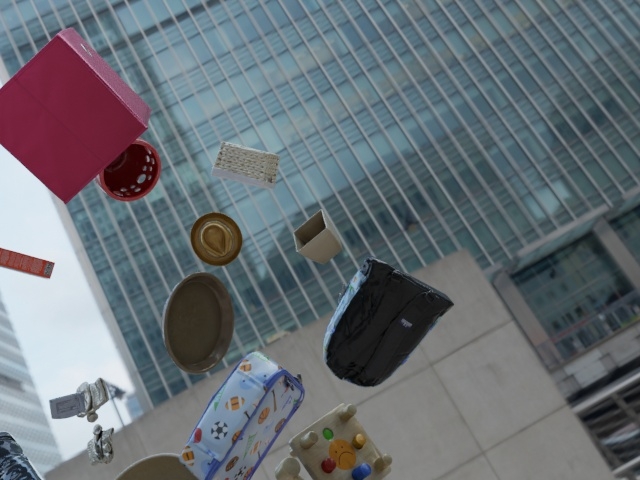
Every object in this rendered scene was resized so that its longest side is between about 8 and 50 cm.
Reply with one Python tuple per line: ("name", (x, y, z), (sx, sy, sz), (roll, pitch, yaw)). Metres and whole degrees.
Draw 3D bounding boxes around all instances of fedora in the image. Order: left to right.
("fedora", (-0.364, -0.002, 2.521), (0.194, 0.194, 0.079), (-29, 6, -4))

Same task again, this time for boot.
("boot", (-0.834, 0.699, 1.781), (0.146, 0.445, 0.367), (43, -108, -33))

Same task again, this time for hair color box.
("hair color box", (-0.703, 0.054, 1.702), (0.141, 0.043, 0.072), (19, -12, -20))

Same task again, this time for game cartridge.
("game cartridge", (-0.629, 0.413, 1.797), (0.083, 0.056, 0.017), (-9, 0, -32))

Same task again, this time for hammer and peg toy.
("hammer and peg toy", (0.030, 0.663, 2.112), (0.361, 0.266, 0.127), (-24, -19, -46))

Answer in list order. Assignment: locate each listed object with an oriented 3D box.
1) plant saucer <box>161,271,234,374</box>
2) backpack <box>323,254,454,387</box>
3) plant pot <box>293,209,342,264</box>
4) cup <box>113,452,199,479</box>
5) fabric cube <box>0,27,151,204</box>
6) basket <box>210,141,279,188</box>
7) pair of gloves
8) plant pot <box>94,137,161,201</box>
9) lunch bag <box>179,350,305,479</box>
("plant saucer", (-0.337, 0.224, 1.978), (0.041, 0.278, 0.277), (-1, -2, 33))
("backpack", (0.156, 0.247, 2.069), (0.356, 0.290, 0.273), (-63, 12, 0))
("plant pot", (0.000, 0.000, 2.009), (0.109, 0.109, 0.096), (-39, -61, 15))
("cup", (-0.443, 0.814, 2.057), (0.331, 0.331, 0.237), (-27, -51, -7))
("fabric cube", (-0.557, -0.284, 1.605), (0.259, 0.258, 0.254), (-42, 21, 5))
("basket", (-0.211, -0.216, 2.071), (0.113, 0.167, 0.103), (-6, -70, -74))
("pair of gloves", (-0.643, 0.517, 2.051), (0.042, 0.240, 0.204), (-6, -13, -39))
("plant pot", (-0.590, -0.231, 2.121), (0.191, 0.174, 0.191), (-23, -52, -32))
("lunch bag", (-0.154, 0.394, 1.557), (0.303, 0.115, 0.243), (-53, -28, -16))
